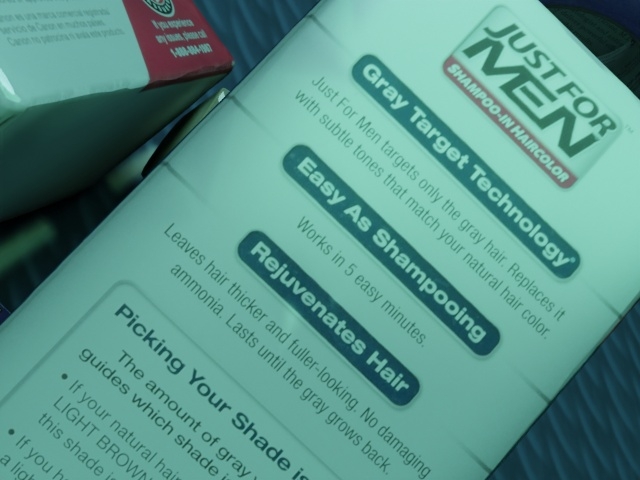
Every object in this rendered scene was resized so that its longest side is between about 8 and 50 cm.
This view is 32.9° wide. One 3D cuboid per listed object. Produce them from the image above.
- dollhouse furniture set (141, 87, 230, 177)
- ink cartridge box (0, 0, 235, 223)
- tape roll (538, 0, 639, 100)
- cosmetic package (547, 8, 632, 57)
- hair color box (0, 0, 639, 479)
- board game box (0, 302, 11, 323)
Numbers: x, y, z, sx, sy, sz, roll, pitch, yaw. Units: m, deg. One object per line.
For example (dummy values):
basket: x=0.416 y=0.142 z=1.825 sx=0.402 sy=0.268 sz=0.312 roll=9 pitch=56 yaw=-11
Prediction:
dollhouse furniture set: x=0.000 y=0.000 z=0.625 sx=0.212 sy=0.161 sz=0.242 roll=37 pitch=73 yaw=-15
ink cartridge box: x=-0.203 y=-0.155 z=0.478 sx=0.306 sy=0.131 sz=0.226 roll=53 pitch=21 yaw=0
tape roll: x=0.165 y=-0.141 z=0.751 sx=0.189 sy=0.189 sz=0.080 roll=28 pitch=54 yaw=-22
cosmetic package: x=0.218 y=-0.223 z=0.835 sx=0.151 sy=0.184 sz=0.151 roll=28 pitch=53 yaw=-23
hair color box: x=-0.020 y=0.049 z=0.441 sx=0.174 sy=0.105 sz=0.347 roll=44 pitch=80 yaw=-4
board game box: x=-0.245 y=0.021 z=0.463 sx=0.170 sy=0.048 sz=0.141 roll=47 pitch=50 yaw=-8
